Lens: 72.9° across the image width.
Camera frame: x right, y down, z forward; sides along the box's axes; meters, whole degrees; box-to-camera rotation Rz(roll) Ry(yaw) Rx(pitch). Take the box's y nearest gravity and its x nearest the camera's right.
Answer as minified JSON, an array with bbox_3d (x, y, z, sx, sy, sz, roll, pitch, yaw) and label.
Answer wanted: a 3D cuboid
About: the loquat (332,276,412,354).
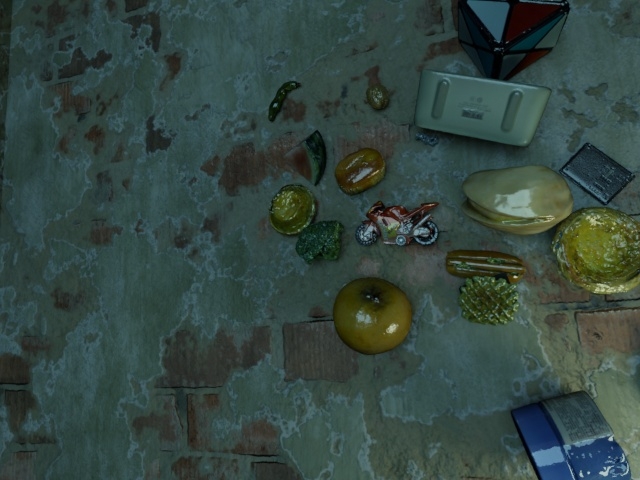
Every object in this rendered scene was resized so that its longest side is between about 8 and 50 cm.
[{"bbox_3d":[0.171,0.245,1.436,0.262,0.263,0.263,-2,82,18],"label":"loquat"}]

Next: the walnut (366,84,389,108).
[{"bbox_3d":[0.213,-0.539,1.620,0.078,0.082,0.096,-15,76,-13],"label":"walnut"}]

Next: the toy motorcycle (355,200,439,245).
[{"bbox_3d":[0.266,-0.059,1.529,0.297,0.089,0.171,-1,81,18],"label":"toy motorcycle"}]

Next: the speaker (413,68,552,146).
[{"bbox_3d":[0.519,-0.440,1.436,0.405,0.183,0.184,17,112,20],"label":"speaker"}]

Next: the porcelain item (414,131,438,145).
[{"bbox_3d":[0.383,-0.366,1.564,0.083,0.028,0.036,22,87,18],"label":"porcelain item"}]

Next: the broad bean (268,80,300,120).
[{"bbox_3d":[-0.163,-0.578,1.764,0.061,0.046,0.195,43,95,21],"label":"broad bean"}]

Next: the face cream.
[{"bbox_3d":[0.695,0.572,1.220,0.225,0.249,0.249,-23,76,13],"label":"face cream"}]

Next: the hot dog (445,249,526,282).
[{"bbox_3d":[0.540,0.082,1.431,0.249,0.068,0.100,5,85,19],"label":"hot dog"}]

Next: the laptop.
[{"bbox_3d":[0.883,-0.214,1.388,0.129,0.016,0.180,-47,71,6],"label":"laptop"}]

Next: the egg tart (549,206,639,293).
[{"bbox_3d":[0.837,0.035,1.320,0.290,0.107,0.291,-1,81,7],"label":"egg tart"}]

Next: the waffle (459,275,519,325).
[{"bbox_3d":[0.544,0.195,1.403,0.183,0.036,0.170,3,107,16],"label":"waffle"}]

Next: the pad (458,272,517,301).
[{"bbox_3d":[0.546,0.176,1.418,0.157,0.003,0.112,-23,99,23],"label":"pad"}]

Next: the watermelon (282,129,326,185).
[{"bbox_3d":[-0.042,-0.320,1.692,0.202,0.136,0.208,19,121,55],"label":"watermelon"}]

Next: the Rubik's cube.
[{"bbox_3d":[0.613,-0.707,1.419,0.250,0.246,0.248,-32,74,11],"label":"Rubik's cube"}]

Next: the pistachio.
[{"bbox_3d":[0.609,-0.127,1.358,0.320,0.238,0.229,10,127,26],"label":"pistachio"}]

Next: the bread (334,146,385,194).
[{"bbox_3d":[0.144,-0.255,1.589,0.190,0.114,0.132,-30,72,7],"label":"bread"}]

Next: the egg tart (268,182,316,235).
[{"bbox_3d":[-0.117,-0.123,1.664,0.212,0.090,0.213,-4,77,18],"label":"egg tart"}]

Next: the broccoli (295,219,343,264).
[{"bbox_3d":[0.000,0.000,1.585,0.195,0.156,0.195,-32,37,28],"label":"broccoli"}]
